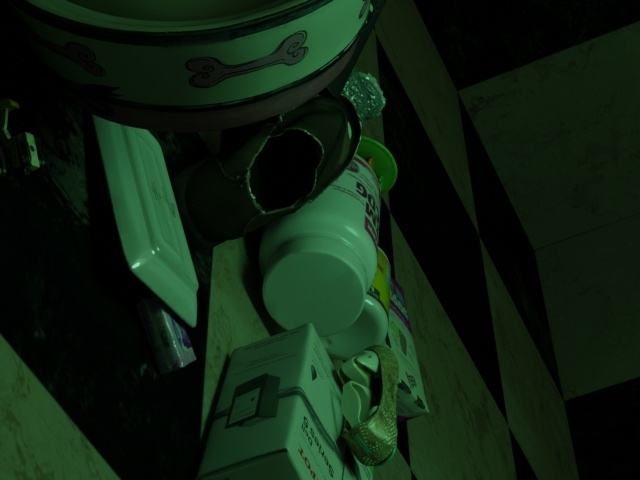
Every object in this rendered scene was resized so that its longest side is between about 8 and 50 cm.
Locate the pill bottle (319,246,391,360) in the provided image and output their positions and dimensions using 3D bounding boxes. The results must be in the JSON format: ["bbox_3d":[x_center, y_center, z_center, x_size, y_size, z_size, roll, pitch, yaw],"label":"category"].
[{"bbox_3d":[0.043,0.073,2.149,0.215,0.117,0.117,-83,150,-60],"label":"pill bottle"}]

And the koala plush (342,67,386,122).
[{"bbox_3d":[-0.009,-0.233,2.062,0.221,0.203,0.196,56,37,-7],"label":"koala plush"}]

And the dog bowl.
[{"bbox_3d":[-0.130,-0.271,1.505,0.408,0.408,0.150,-94,180,-47],"label":"dog bowl"}]

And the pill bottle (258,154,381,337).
[{"bbox_3d":[0.000,0.000,2.006,0.283,0.160,0.160,-83,149,-59],"label":"pill bottle"}]

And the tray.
[{"bbox_3d":[-0.187,-0.045,1.592,0.145,0.030,0.270,51,16,-52],"label":"tray"}]

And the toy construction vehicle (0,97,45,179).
[{"bbox_3d":[-0.296,-0.093,1.343,0.086,0.035,0.098,15,52,-59],"label":"toy construction vehicle"}]

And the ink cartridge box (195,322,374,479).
[{"bbox_3d":[-0.032,0.252,1.654,0.273,0.115,0.198,-78,146,-64],"label":"ink cartridge box"}]

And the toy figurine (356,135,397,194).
[{"bbox_3d":[0.047,-0.058,2.414,0.159,0.130,0.173,-70,164,-48],"label":"toy figurine"}]

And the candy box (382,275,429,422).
[{"bbox_3d":[0.093,0.152,2.313,0.159,0.071,0.233,49,25,-54],"label":"candy box"}]

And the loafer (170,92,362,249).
[{"bbox_3d":[-0.035,-0.091,1.838,0.366,0.130,0.134,-43,115,-49],"label":"loafer"}]

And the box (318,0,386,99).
[{"bbox_3d":[-0.048,-0.315,1.813,0.165,0.143,0.270,-64,151,-11],"label":"box"}]

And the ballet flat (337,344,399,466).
[{"bbox_3d":[0.053,0.174,1.713,0.067,0.073,0.206,46,19,-26],"label":"ballet flat"}]

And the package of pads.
[{"bbox_3d":[-0.163,0.096,1.555,0.050,0.032,0.083,-26,96,-74],"label":"package of pads"}]
